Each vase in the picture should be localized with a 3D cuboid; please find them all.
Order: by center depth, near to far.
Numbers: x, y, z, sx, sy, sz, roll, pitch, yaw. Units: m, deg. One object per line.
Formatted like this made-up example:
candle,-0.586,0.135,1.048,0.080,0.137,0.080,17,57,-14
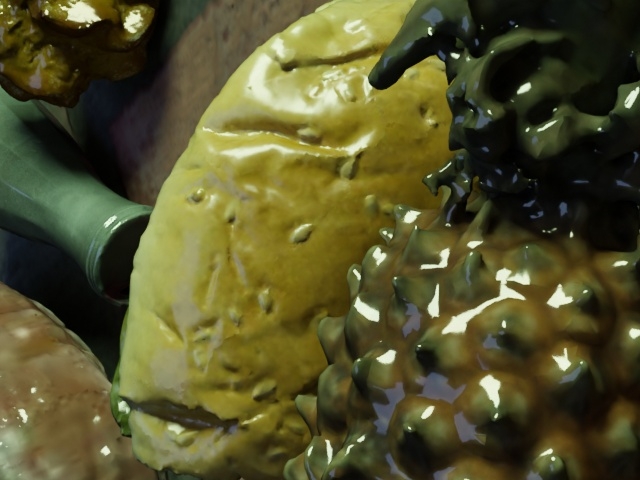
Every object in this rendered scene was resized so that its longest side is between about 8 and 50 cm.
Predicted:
vase,-0.161,-0.031,1.123,0.214,0.086,0.086,33,122,44

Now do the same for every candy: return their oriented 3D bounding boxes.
candy,-0.194,0.131,1.127,0.289,0.157,0.214,31,135,43

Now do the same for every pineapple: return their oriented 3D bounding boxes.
pineapple,0.084,0.007,0.706,0.175,0.175,0.361,18,98,54

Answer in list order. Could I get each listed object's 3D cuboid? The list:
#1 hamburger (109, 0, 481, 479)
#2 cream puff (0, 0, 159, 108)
hamburger,0.000,0.000,0.827,0.135,0.155,0.208,29,112,46
cream puff,-0.143,-0.132,1.061,0.116,0.094,0.122,61,144,35
